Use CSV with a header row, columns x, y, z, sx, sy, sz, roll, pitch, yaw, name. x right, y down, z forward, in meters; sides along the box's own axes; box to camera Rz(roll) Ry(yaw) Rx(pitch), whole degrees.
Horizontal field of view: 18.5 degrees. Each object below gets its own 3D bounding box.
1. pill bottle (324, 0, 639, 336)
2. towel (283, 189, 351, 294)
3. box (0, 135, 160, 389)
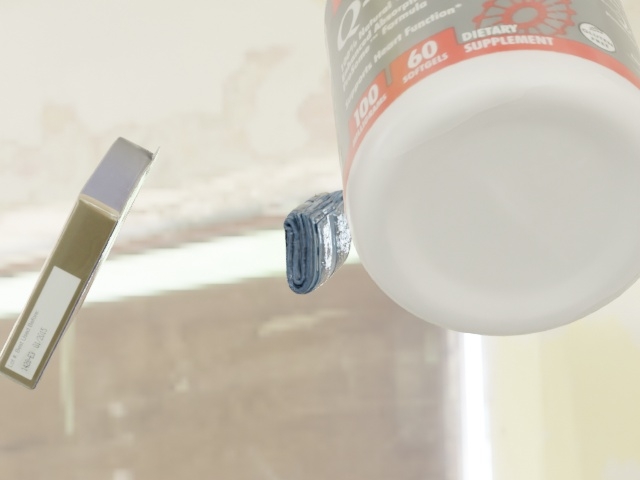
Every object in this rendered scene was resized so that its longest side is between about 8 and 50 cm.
x,y,z,sx,sy,sz,roll,pitch,yaw,name
0.109,-0.120,1.348,0.210,0.363,0.210,-2,-54,-3,pill bottle
0.000,0.000,1.529,0.029,0.067,0.119,1,12,14,towel
-0.169,0.007,1.398,0.036,0.136,0.225,27,15,-3,box
